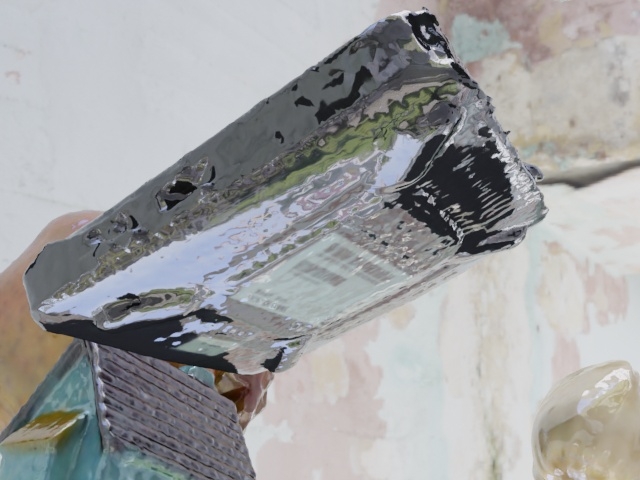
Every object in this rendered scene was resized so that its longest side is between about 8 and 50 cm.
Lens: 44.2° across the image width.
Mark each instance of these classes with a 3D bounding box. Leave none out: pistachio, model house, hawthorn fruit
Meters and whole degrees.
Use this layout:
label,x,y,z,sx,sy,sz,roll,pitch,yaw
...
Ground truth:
label,x,y,z,sx,sy,sz,roll,pitch,yaw
pistachio,0.272,0.186,0.767,0.145,0.117,0.200,-56,-15,19
model house,-0.223,0.226,0.852,0.280,0.230,0.248,46,-142,-44
hawthorn fruit,-0.291,0.192,1.221,0.472,0.472,0.471,10,-102,-53

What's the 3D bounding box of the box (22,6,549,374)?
label,x,y,z,sx,sy,sz,roll,pitch,yaw
box,0.000,0.000,0.633,0.359,0.350,0.091,30,-148,-60
